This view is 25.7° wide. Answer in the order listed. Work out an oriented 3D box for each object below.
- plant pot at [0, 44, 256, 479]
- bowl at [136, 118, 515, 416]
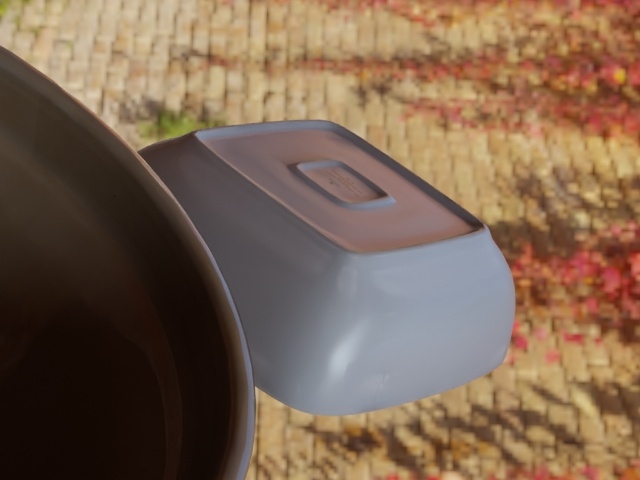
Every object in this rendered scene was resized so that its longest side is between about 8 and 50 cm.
[{"bbox_3d":[-0.144,0.036,0.385,0.109,0.237,0.237,-51,-156,32],"label":"plant pot"},{"bbox_3d":[0.000,0.000,0.530,0.142,0.142,0.053,-10,130,-50],"label":"bowl"}]
